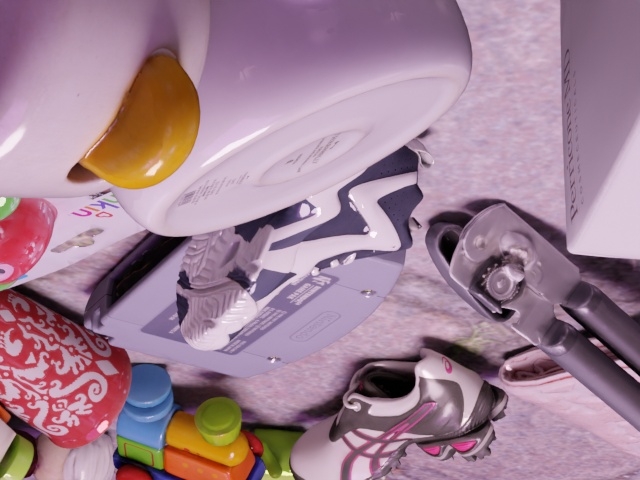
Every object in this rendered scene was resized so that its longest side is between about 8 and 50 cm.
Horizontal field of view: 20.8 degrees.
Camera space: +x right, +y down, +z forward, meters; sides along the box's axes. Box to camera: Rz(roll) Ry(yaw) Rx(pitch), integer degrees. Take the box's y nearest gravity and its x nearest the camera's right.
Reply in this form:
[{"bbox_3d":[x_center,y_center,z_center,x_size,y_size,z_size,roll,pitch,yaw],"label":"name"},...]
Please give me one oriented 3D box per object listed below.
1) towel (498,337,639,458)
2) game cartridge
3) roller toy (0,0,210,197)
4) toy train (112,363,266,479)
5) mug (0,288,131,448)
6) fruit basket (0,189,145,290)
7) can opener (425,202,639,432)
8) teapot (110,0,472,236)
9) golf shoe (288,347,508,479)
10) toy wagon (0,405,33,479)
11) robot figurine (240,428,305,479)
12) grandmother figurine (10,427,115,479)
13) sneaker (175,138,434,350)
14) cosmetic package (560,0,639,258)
[{"bbox_3d":[0.391,0.163,1.669,0.332,0.053,0.317,29,152,-37],"label":"towel"},{"bbox_3d":[-0.061,0.039,1.516,0.198,0.062,0.297,13,152,-27],"label":"game cartridge"},{"bbox_3d":[-0.158,-0.118,0.906,0.209,0.191,0.146,-3,177,36],"label":"roller toy"},{"bbox_3d":[-0.093,0.214,1.762,0.248,0.105,0.143,18,142,15],"label":"toy train"},{"bbox_3d":[-0.286,0.121,1.626,0.150,0.113,0.169,-36,135,16],"label":"mug"},{"bbox_3d":[-0.293,-0.023,1.301,0.327,0.165,0.353,-20,148,38],"label":"fruit basket"},{"bbox_3d":[0.205,0.067,1.477,0.283,0.076,0.095,39,171,-27],"label":"can opener"},{"bbox_3d":[-0.045,-0.129,1.053,0.256,0.187,0.252,-31,168,23],"label":"teapot"},{"bbox_3d":[0.057,0.173,1.745,0.273,0.105,0.120,-24,123,38],"label":"golf shoe"},{"bbox_3d":[-0.384,0.138,1.584,0.267,0.068,0.344,37,161,-28],"label":"toy wagon"},{"bbox_3d":[-0.053,0.238,1.890,0.115,0.067,0.101,4,165,-2],"label":"robot figurine"},{"bbox_3d":[-0.380,0.218,1.866,0.342,0.104,0.208,14,179,-25],"label":"grandmother figurine"},{"bbox_3d":[0.000,0.000,1.331,0.153,0.094,0.235,14,115,-36],"label":"sneaker"},{"bbox_3d":[0.241,-0.159,0.917,0.156,0.217,0.385,6,151,-6],"label":"cosmetic package"}]
